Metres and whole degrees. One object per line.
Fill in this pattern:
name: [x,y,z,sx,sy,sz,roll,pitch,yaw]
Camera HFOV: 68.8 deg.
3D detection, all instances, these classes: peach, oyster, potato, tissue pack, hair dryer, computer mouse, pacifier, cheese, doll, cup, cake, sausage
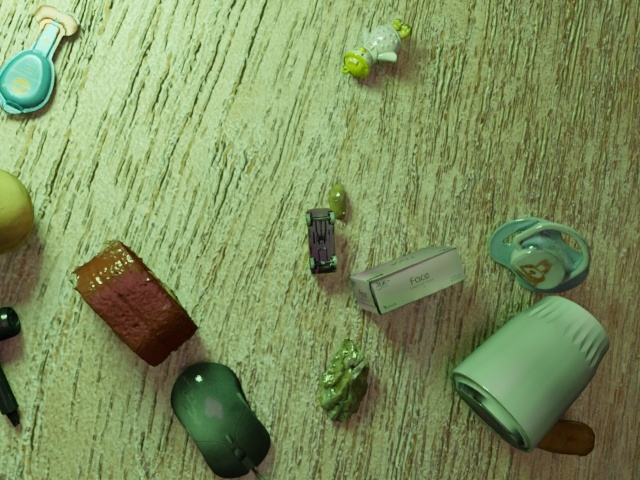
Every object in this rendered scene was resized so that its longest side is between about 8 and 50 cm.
peach: [-0.660,-0.055,0.918,0.184,0.184,0.184,0,91,-15]
oyster: [0.071,0.362,1.178,0.133,0.072,0.209,28,85,-11]
potato: [0.044,-0.098,1.180,0.037,0.036,0.093,-6,93,-19]
tissue pack: [0.213,0.094,1.175,0.246,0.148,0.092,-20,95,-16]
hair dryer: [-0.671,0.270,0.984,0.128,0.070,0.255,-21,103,-15]
computer mouse: [-0.210,0.454,1.094,0.167,0.090,0.379,-34,101,-11]
pacifier: [0.611,0.014,1.287,0.279,0.227,0.207,41,41,-13]
cheese: [-0.606,-0.384,1.000,0.106,0.037,0.256,25,83,-15]
doll: [0.135,-0.481,1.180,0.207,0.081,0.129,-39,69,-9]
cup: [0.544,0.336,1.218,0.371,0.253,0.253,-38,100,-15]
cake: [-0.394,0.134,0.991,0.151,0.177,0.283,-38,101,-12]
sausage: [0.641,0.537,1.321,0.271,0.109,0.109,22,85,-15]

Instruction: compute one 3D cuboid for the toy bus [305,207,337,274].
toy bus: [0.000,0.000,1.151,0.070,0.074,0.162,-4,94,-8]
